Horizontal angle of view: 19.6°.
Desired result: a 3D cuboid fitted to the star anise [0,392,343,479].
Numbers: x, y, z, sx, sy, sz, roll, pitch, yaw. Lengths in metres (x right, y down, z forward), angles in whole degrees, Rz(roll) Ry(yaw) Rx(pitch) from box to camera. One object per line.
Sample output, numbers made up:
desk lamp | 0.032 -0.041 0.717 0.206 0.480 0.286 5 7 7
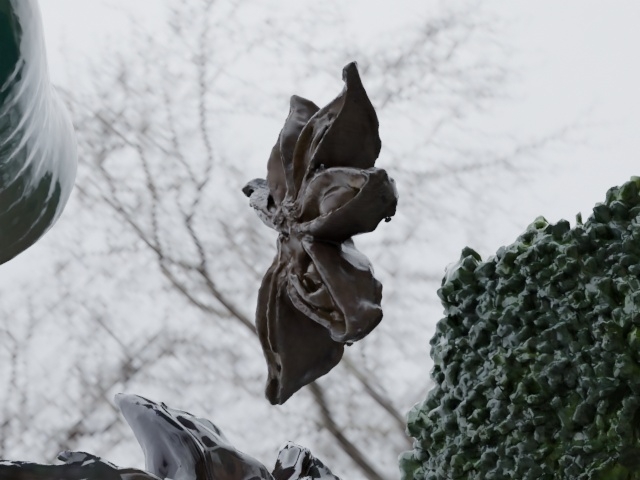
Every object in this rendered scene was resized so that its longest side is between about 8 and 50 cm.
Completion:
star anise | -0.005 0.114 0.518 0.061 0.204 0.180 -45 -7 29

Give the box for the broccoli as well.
broccoli | 0.206 0.139 1.420 0.338 0.277 0.317 -60 -32 -26

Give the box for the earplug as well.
earplug | -0.249 -0.122 1.180 0.185 0.185 0.324 -30 -17 -18

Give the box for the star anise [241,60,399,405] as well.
star anise | 0.006 -0.013 1.135 0.063 0.208 0.172 11 -46 -21
